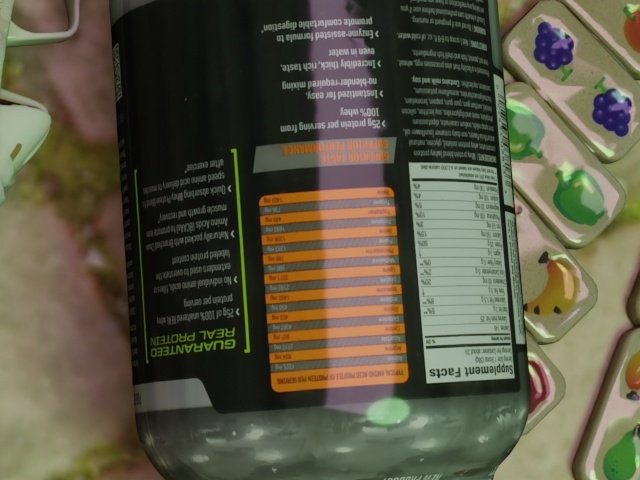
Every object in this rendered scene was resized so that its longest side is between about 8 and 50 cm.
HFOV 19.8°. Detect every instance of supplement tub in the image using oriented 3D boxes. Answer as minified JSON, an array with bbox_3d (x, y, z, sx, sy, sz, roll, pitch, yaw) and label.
[{"bbox_3d":[0.000,0.000,0.540,0.117,0.117,0.190,-2,85,-14],"label":"supplement tub"}]

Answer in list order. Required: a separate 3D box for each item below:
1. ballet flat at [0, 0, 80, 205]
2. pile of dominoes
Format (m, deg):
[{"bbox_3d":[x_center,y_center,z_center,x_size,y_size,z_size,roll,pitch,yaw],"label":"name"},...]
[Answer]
[{"bbox_3d":[-0.100,-0.055,0.554,0.052,0.057,0.168,12,81,-22],"label":"ballet flat"},{"bbox_3d":[0.149,-0.026,0.620,0.196,0.040,0.251,24,78,-11],"label":"pile of dominoes"}]
